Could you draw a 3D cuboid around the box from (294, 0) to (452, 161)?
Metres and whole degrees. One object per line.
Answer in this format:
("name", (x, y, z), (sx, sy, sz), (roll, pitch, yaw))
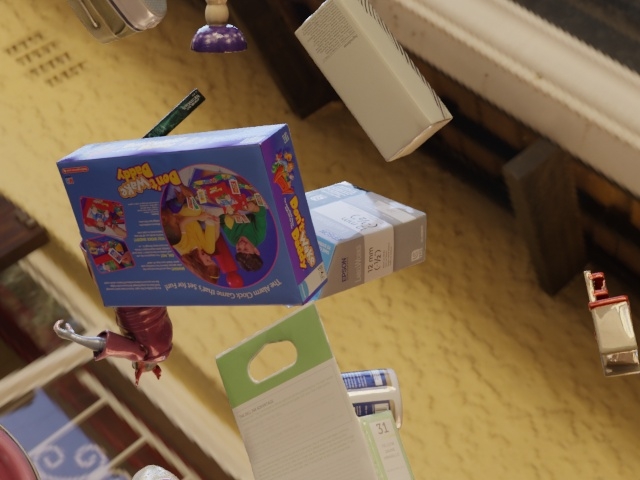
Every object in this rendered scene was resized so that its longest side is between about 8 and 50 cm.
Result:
("box", (0.088, -0.275, 1.809), (0.113, 0.094, 0.275), (-38, -97, 32))

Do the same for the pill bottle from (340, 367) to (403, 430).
("pill bottle", (0.028, 0.239, 1.576), (0.094, 0.169, 0.094), (176, -90, -83))

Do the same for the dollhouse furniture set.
("dollhouse furniture set", (0.500, 0.091, 1.477), (0.259, 0.135, 0.262), (-10, -35, 14))

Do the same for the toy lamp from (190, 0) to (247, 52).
("toy lamp", (-0.127, -0.363, 1.289), (0.080, 0.080, 0.274), (15, -67, 44))

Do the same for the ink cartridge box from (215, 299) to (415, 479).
("ink cartridge box", (-0.004, 0.194, 1.057), (0.171, 0.056, 0.235), (-32, -111, 41))

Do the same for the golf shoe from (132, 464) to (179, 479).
("golf shoe", (-0.218, 0.456, 1.513), (0.140, 0.115, 0.306), (-150, -120, -67))

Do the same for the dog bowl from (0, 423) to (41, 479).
("dog bowl", (-0.583, 0.414, 1.564), (0.408, 0.408, 0.150), (54, -30, -1))

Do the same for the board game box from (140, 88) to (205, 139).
("board game box", (-0.268, -0.166, 1.752), (0.026, 0.186, 0.126), (47, -54, -9))

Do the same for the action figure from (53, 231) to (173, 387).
("action figure", (-0.320, 0.106, 1.991), (0.276, 0.248, 0.370), (3, -59, 22))

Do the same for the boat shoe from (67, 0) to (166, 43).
("boat shoe", (-0.292, -0.347, 1.203), (0.094, 0.109, 0.302), (-26, -65, 19))

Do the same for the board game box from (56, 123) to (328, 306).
("board game box", (-0.182, -0.027, 1.518), (0.347, 0.078, 0.233), (-2, -67, 29))

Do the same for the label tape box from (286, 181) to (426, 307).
("label tape box", (0.000, 0.000, 2.143), (0.249, 0.348, 0.115), (26, -57, 46))
